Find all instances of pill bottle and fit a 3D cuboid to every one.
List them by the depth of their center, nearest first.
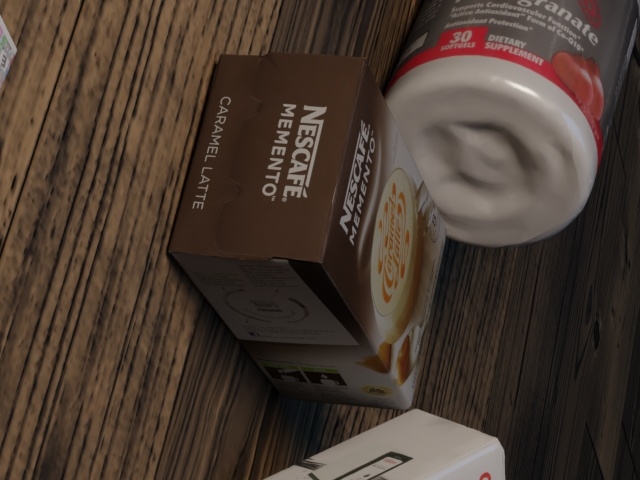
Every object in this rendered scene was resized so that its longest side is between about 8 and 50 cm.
[{"bbox_3d":[0.163,-0.157,1.617,0.318,0.176,0.176,-67,154,-45],"label":"pill bottle"}]

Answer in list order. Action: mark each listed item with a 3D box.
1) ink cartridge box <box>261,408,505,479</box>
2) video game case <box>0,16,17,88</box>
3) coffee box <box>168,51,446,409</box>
[{"bbox_3d":[0.024,0.216,1.289,0.203,0.086,0.148,-20,115,-40],"label":"ink cartridge box"},{"bbox_3d":[-0.172,-0.068,0.883,0.087,0.011,0.122,71,29,-51],"label":"video game case"},{"bbox_3d":[0.000,0.000,1.277,0.246,0.098,0.141,57,41,-61],"label":"coffee box"}]
